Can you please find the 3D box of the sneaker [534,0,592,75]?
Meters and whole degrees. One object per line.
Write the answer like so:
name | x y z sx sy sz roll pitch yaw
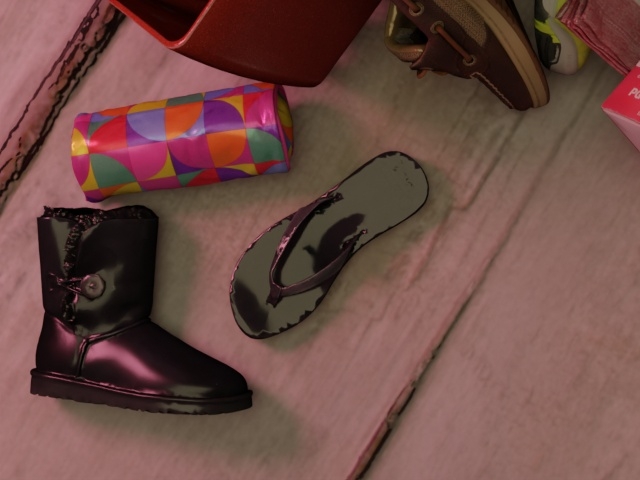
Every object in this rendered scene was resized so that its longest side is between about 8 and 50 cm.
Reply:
sneaker | 0.314 -0.343 1.760 0.147 0.145 0.384 19 94 7

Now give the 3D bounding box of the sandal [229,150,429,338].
sandal | 0.000 -0.001 1.842 0.254 0.054 0.097 -44 85 5

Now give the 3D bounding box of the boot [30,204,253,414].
boot | -0.184 0.069 1.845 0.247 0.094 0.207 6 95 13

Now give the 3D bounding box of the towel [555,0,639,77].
towel | 0.406 -0.285 1.742 0.237 0.037 0.329 32 94 -30

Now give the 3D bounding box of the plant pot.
plant pot | -0.069 -0.300 1.734 0.267 0.236 0.267 39 95 38

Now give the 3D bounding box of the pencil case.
pencil case | -0.143 -0.101 1.842 0.236 0.104 0.104 -8 89 9

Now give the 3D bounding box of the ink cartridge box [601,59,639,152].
ink cartridge box | 0.415 -0.154 1.716 0.237 0.100 0.172 -49 123 -3

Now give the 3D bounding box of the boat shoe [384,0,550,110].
boat shoe | 0.116 -0.220 1.711 0.123 0.342 0.123 -27 55 14
